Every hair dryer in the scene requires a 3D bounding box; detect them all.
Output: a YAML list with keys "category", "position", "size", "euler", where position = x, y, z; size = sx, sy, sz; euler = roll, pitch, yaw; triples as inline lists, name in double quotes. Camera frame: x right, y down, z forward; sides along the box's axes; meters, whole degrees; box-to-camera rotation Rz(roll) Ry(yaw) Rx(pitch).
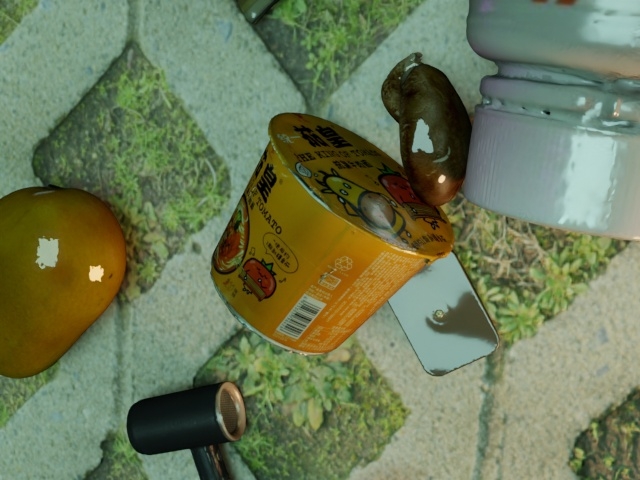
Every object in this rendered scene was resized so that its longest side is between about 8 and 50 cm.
- category: "hair dryer"
  position: [-0.136, 0.296, 1.028]
  size: [0.128, 0.070, 0.255]
  euler: [-12, 99, 17]

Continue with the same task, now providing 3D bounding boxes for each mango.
- category: "mango"
  position: [-0.332, 0.042, 1.004]
  size: [0.254, 0.139, 0.175]
  euler: [-43, 79, 23]

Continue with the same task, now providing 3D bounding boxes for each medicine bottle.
- category: "medicine bottle"
  position: [0.251, -0.177, 0.749]
  size: [0.256, 0.256, 0.325]
  euler: [12, 103, 13]

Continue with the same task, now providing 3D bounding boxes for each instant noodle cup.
- category: "instant noodle cup"
  position: [0.000, 0.000, 0.878]
  size: [0.216, 0.216, 0.172]
  euler: [40, 115, 7]

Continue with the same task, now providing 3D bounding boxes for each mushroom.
- category: "mushroom"
  position: [0.109, -0.118, 0.866]
  size: [0.080, 0.135, 0.170]
  euler: [-13, 64, 3]

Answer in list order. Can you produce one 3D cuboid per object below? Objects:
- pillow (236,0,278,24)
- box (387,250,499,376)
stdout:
- category: "pillow"
  position: [-0.049, -0.373, 0.910]
  size: [0.208, 0.052, 0.212]
  euler: [-33, 86, 20]
- category: "box"
  position: [0.129, 0.075, 0.935]
  size: [0.091, 0.031, 0.126]
  euler: [-29, 90, 17]
